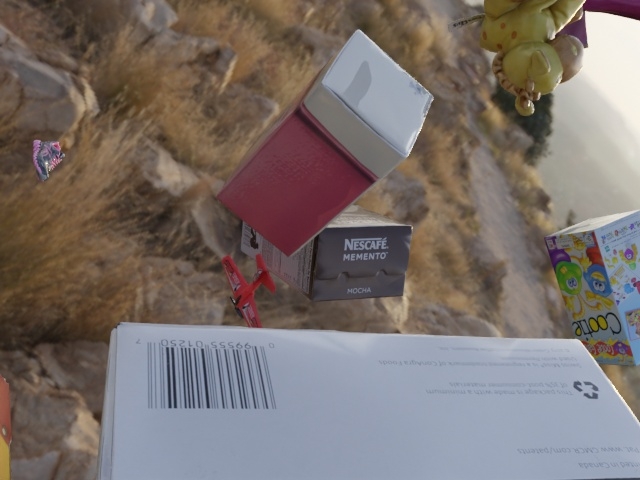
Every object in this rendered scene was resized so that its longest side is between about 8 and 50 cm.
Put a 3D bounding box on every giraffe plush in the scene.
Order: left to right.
[{"bbox_3d":[0.305,-0.285,1.108,0.181,0.210,0.170,26,45,-54],"label":"giraffe plush"}]

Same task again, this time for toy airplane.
[{"bbox_3d":[-0.111,0.075,1.223,0.028,0.151,0.151,-14,58,-32],"label":"toy airplane"}]

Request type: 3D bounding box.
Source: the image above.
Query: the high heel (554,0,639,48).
[{"bbox_3d":[0.527,-0.440,1.269,0.127,0.378,0.181,-116,-172,-58],"label":"high heel"}]

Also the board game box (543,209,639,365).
[{"bbox_3d":[0.584,0.096,1.555,0.144,0.142,0.275,-19,92,-27],"label":"board game box"}]

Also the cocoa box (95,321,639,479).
[{"bbox_3d":[0.030,0.215,0.497,0.347,0.227,0.231,4,32,-15],"label":"cocoa box"}]

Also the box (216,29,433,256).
[{"bbox_3d":[0.003,-0.113,0.939,0.127,0.232,0.148,39,41,-11],"label":"box"}]

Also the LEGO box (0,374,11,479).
[{"bbox_3d":[-0.294,0.099,0.251,0.500,0.193,0.372,79,-7,-48],"label":"LEGO box"}]

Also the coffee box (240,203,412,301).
[{"bbox_3d":[0.000,0.000,1.292,0.168,0.118,0.297,-1,14,-28],"label":"coffee box"}]

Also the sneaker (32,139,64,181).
[{"bbox_3d":[-0.524,-0.158,1.493,0.057,0.047,0.119,-6,42,-15],"label":"sneaker"}]
